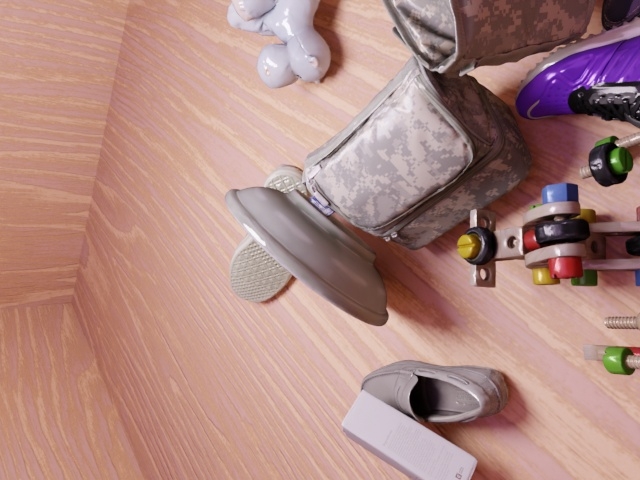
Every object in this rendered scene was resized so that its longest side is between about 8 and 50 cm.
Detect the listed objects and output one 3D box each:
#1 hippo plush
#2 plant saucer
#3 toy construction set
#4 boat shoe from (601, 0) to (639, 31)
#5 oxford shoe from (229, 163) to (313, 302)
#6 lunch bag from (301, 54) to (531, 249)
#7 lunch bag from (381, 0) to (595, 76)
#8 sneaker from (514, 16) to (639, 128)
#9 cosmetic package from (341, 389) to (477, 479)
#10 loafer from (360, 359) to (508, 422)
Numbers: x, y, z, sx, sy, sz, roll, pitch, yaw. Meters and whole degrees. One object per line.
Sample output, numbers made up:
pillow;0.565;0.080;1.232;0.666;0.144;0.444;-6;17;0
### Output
hippo plush;-0.061;-0.494;1.061;0.294;0.234;0.236;-15;100;5
plant saucer;0.000;0.000;0.867;0.100;0.400;0.400;-51;54;6
toy construction set;0.350;0.044;0.645;0.237;0.257;0.309;-21;91;61
boat shoe;0.460;-0.411;0.584;0.095;0.079;0.254;43;120;35
oxford shoe;-0.124;-0.010;1.160;0.130;0.169;0.449;-77;9;-57
lunch bag;0.147;-0.146;0.747;0.305;0.256;0.212;-38;42;40
lunch bag;0.203;-0.363;0.574;0.287;0.235;0.169;71;160;0
sneaker;0.416;-0.209;0.597;0.293;0.102;0.146;-16;67;45
cosmetic package;0.160;0.385;0.821;0.231;0.085;0.117;27;154;22
loafer;0.192;0.292;0.844;0.319;0.111;0.112;-22;77;44
